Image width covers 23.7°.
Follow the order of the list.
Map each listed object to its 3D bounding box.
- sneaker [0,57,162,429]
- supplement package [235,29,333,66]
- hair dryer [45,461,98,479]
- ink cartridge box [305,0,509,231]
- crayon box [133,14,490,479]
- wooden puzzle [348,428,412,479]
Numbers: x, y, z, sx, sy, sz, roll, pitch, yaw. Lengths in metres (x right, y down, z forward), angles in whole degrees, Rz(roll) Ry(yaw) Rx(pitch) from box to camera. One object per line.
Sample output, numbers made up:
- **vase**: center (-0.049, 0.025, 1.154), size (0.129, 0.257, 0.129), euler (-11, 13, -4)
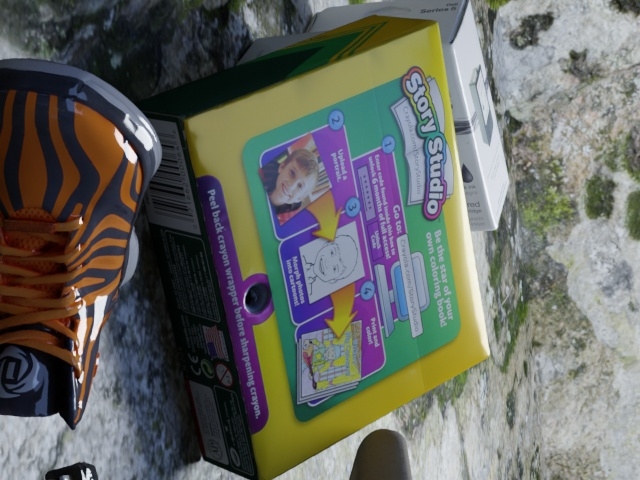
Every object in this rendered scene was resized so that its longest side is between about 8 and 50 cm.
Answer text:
- **sneaker**: center (-0.182, 0.025, 1.029), size (0.321, 0.125, 0.180), euler (92, 7, -60)
- **supplement package**: center (-0.001, -0.087, 1.641), size (0.139, 0.134, 0.244), euler (-63, 144, -55)
- **hair dryer**: center (-0.232, 0.303, 1.056), size (0.223, 0.080, 0.293), euler (-1, 82, -55)
- **ink cartridge box**: center (0.103, -0.146, 1.850), size (0.115, 0.198, 0.273), euler (-68, 148, -48)
- **crayon box**: center (0.000, 0.000, 1.464), size (0.313, 0.106, 0.363), euler (-25, 115, -35)
- **wooden puzzle**: center (0.043, 0.403, 1.425), size (0.322, 0.080, 0.348), euler (-96, -159, -59)
